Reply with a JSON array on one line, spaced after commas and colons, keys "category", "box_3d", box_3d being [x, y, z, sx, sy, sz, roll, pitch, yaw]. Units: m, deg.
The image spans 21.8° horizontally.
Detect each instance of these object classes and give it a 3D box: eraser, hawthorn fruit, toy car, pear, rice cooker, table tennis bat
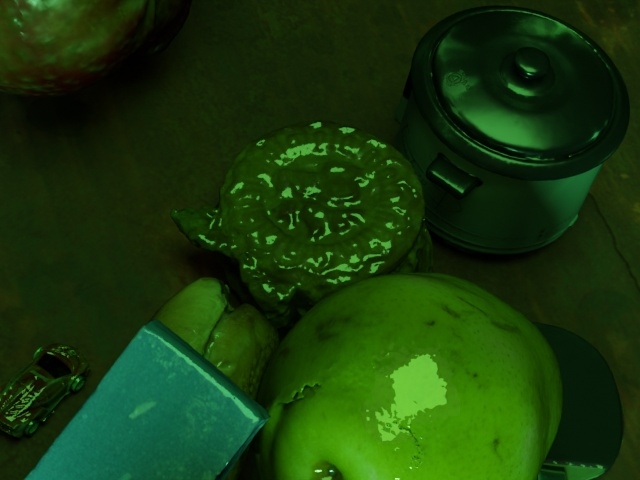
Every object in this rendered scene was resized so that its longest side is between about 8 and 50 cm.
[{"category": "eraser", "box_3d": [-0.194, 0.235, 1.495, 0.144, 0.042, 0.312, 39, 94, 10]}, {"category": "hawthorn fruit", "box_3d": [-0.320, -0.366, 1.809, 0.403, 0.403, 0.402, 5, 55, -8]}, {"category": "toy car", "box_3d": [-0.281, 0.145, 1.655, 0.059, 0.035, 0.122, 35, 58, 17]}, {"category": "pear", "box_3d": [0.093, 0.170, 1.595, 0.336, 0.285, 0.285, 7, 43, -55]}, {"category": "rice cooker", "box_3d": [0.203, -0.126, 1.824, 0.241, 0.227, 0.280, 37, 57, 14]}, {"category": "table tennis bat", "box_3d": [0.237, 0.211, 1.722, 0.173, 0.022, 0.301, 6, 54, -8]}]

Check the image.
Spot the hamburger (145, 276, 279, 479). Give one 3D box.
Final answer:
[{"category": "hamburger", "box_3d": [-0.131, 0.148, 1.606, 0.144, 0.156, 0.283, 14, 61, 8]}]

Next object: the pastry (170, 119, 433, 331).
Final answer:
[{"category": "pastry", "box_3d": [0.000, 0.000, 1.767, 0.240, 0.132, 0.235, 38, 65, 25]}]
